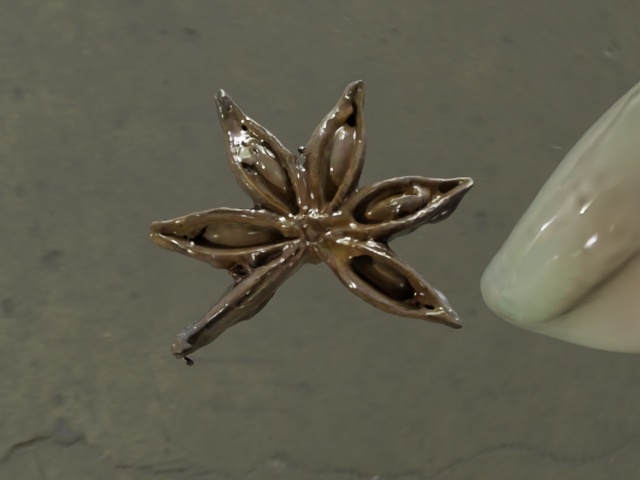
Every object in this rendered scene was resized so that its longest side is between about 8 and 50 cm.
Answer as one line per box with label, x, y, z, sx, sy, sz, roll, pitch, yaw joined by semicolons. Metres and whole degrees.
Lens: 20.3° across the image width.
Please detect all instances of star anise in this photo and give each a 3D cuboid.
star anise;-0.005;-0.016;1.138;0.208;0.063;0.172;-8;83;1

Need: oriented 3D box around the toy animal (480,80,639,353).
toy animal;0.189;-0.098;0.422;0.368;0.241;0.196;-21;99;7
